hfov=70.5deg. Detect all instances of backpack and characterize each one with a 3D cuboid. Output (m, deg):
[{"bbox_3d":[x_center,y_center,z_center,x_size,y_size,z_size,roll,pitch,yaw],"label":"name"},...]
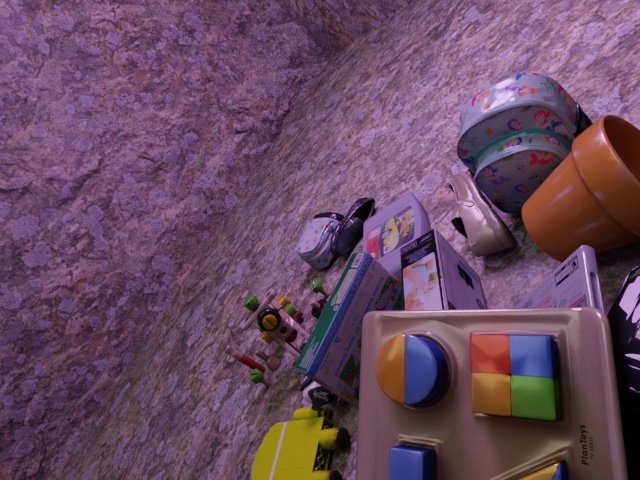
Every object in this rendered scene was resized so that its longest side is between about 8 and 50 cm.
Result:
[{"bbox_3d":[0.396,-0.187,0.893,0.225,0.253,0.191,-20,39,46],"label":"backpack"},{"bbox_3d":[0.000,0.000,1.455,0.152,0.115,0.182,-9,49,51],"label":"backpack"}]

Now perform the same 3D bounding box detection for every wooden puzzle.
[{"bbox_3d":[0.179,0.245,0.575,0.347,0.080,0.322,-9,69,37],"label":"wooden puzzle"}]

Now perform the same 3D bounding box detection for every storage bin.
[{"bbox_3d":[0.445,0.130,0.579,0.180,0.084,0.122,-55,26,-11],"label":"storage bin"}]

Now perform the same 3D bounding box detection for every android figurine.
[{"bbox_3d":[-0.054,0.475,0.965,0.272,0.056,0.248,-29,33,37],"label":"android figurine"}]

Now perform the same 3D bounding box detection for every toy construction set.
[{"bbox_3d":[-0.149,0.237,1.231,0.309,0.237,0.257,-42,26,18],"label":"toy construction set"}]

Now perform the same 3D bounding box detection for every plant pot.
[{"bbox_3d":[0.447,-0.062,0.735,0.188,0.205,0.205,-48,20,46],"label":"plant pot"}]

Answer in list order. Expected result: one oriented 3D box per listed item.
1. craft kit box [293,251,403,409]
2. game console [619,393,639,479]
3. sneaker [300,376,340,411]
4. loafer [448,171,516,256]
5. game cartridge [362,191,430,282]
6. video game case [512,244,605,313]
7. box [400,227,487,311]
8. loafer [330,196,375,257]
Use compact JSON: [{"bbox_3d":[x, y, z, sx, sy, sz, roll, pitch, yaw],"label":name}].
[{"bbox_3d":[0.105,0.192,0.867,0.061,0.246,0.250,-9,46,59],"label":"craft kit box"},{"bbox_3d":[0.305,0.290,0.561,0.361,0.044,0.213,-12,68,59],"label":"game console"},{"bbox_3d":[0.026,0.285,0.958,0.153,0.094,0.235,-61,0,-27],"label":"sneaker"},{"bbox_3d":[0.333,-0.062,1.005,0.092,0.102,0.269,-35,29,18],"label":"loafer"},{"bbox_3d":[0.199,-0.002,1.205,0.196,0.060,0.294,-31,31,28],"label":"game cartridge"},{"bbox_3d":[0.344,0.142,0.674,0.212,0.023,0.193,107,-179,-52],"label":"video game case"},{"bbox_3d":[0.231,0.133,0.818,0.087,0.169,0.290,-34,25,29],"label":"box"},{"bbox_3d":[0.101,-0.046,1.395,0.078,0.076,0.223,-20,34,59],"label":"loafer"}]
